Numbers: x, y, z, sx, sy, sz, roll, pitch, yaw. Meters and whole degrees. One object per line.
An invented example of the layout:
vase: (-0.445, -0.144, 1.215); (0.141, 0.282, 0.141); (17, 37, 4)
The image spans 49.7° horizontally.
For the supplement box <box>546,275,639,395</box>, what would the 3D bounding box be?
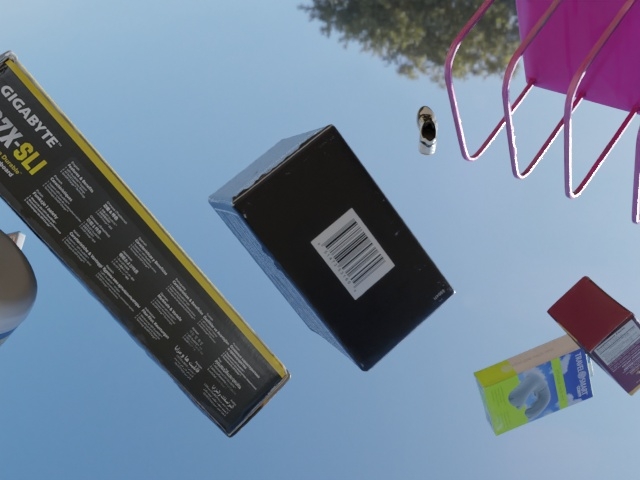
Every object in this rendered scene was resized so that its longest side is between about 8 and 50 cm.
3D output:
supplement box: (0.222, 0.074, 0.533); (0.043, 0.083, 0.055); (-44, -145, 8)

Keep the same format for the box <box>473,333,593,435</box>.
box: (0.322, 0.206, 1.011); (0.178, 0.109, 0.042); (-22, -149, -1)

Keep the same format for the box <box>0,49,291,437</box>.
box: (-0.191, 0.008, 0.618); (0.079, 0.322, 0.257); (-44, -162, -18)

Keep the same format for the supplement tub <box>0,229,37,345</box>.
supplement tub: (-0.355, 0.076, 0.582); (0.200, 0.144, 0.144); (-46, -147, 13)

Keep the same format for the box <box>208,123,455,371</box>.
box: (0.000, 0.000, 1.040); (0.182, 0.296, 0.294); (-40, -166, -10)

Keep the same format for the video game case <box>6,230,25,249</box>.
video game case: (-0.497, 0.071, 1.010); (0.119, 0.015, 0.166); (-10, -120, 26)

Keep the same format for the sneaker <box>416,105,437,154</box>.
sneaker: (0.155, -0.164, 0.988); (0.031, 0.037, 0.083); (0, -119, -1)

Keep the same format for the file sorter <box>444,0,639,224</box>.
file sorter: (0.303, -0.149, 0.727); (0.290, 0.202, 0.182); (27, -109, 34)
